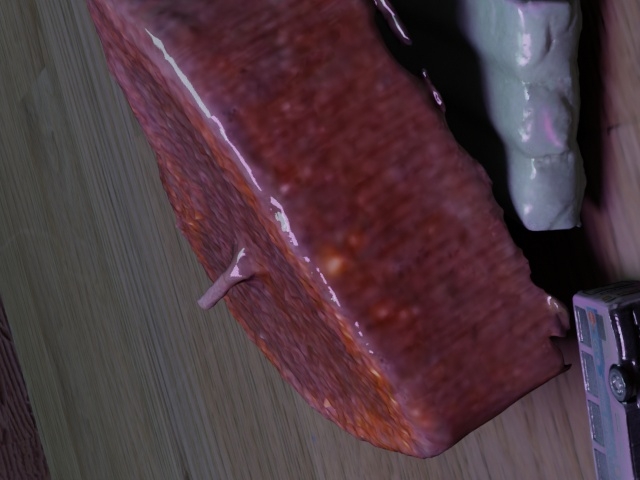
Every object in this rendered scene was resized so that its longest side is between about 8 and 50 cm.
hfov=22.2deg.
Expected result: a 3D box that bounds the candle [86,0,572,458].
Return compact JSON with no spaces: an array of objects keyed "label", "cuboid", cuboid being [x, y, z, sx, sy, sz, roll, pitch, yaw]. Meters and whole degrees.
[{"label":"candle","cuboid":[0.000,0.000,0.833,0.287,0.131,0.317,48,166,32]}]

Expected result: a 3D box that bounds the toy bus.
[{"label":"toy bus","cuboid":[0.143,0.084,0.740,0.052,0.037,0.130,-158,56,-68]}]

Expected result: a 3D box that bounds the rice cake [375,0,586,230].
[{"label":"rice cake","cuboid":[0.064,-0.091,0.815,0.237,0.043,0.127,-141,40,-60]}]
